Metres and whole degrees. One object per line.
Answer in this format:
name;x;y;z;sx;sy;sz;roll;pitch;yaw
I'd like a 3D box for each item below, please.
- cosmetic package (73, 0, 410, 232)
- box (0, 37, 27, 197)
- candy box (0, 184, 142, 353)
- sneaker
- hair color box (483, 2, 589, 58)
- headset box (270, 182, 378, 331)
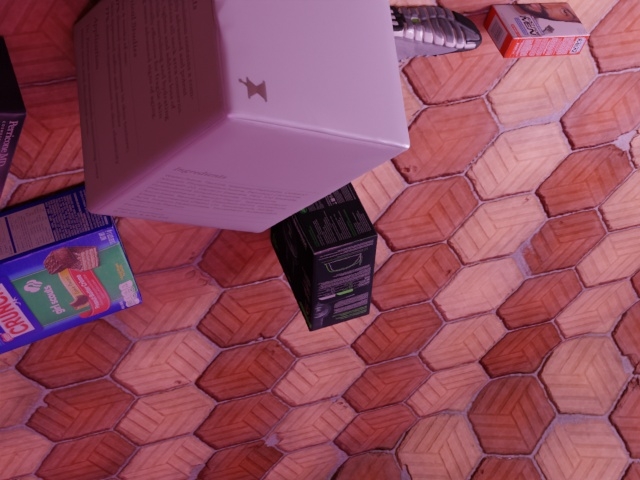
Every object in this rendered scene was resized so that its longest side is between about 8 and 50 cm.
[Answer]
cosmetic package;-0.129;-0.234;1.944;0.327;0.329;0.394;7;158;-37
box;-0.632;-0.152;1.980;0.294;0.183;0.296;-3;141;-31
candy box;-0.514;0.057;2.385;0.317;0.122;0.268;-19;146;-6
sneaker;0.162;-0.345;2.306;0.229;0.086;0.132;5;142;-22
hair color box;0.393;-0.383;2.373;0.167;0.093;0.053;-6;142;-26
headset box;0.000;0.000;2.514;0.131;0.246;0.283;-16;146;-13
